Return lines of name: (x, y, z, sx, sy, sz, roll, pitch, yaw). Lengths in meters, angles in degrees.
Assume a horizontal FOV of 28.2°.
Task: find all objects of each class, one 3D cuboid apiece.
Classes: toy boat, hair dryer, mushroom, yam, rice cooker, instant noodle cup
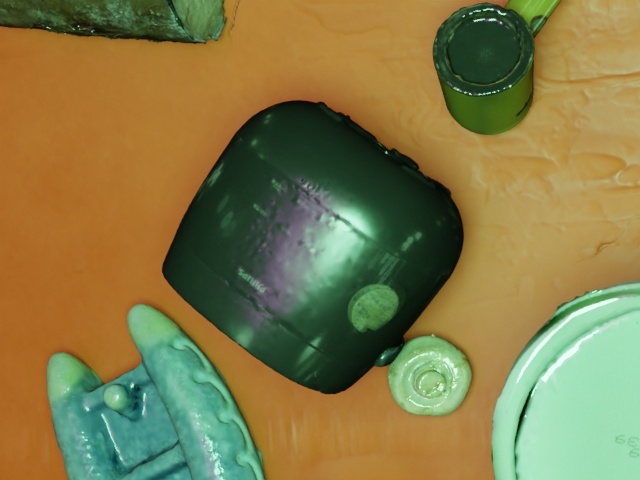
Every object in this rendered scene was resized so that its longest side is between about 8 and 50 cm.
toy boat: (-0.180, 0.240, 1.349, 0.215, 0.123, 0.330, -27, 81, 18)
hair dryer: (0.212, -0.232, 1.201, 0.090, 0.135, 0.279, 35, 86, 17)
mushroom: (0.108, 0.136, 1.263, 0.083, 0.067, 0.084, 0, 92, 1)
yam: (-0.242, -0.280, 1.360, 0.279, 0.131, 0.131, 9, 94, 21)
rice cooker: (0.000, 0.000, 1.210, 0.267, 0.267, 0.224, 36, 96, 16)
instant noodle cup: (0.305, 0.183, 1.032, 0.339, 0.266, 0.340, -11, 66, 25)
